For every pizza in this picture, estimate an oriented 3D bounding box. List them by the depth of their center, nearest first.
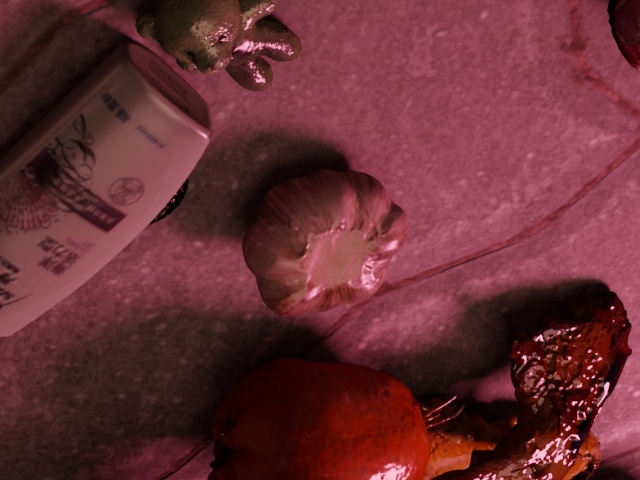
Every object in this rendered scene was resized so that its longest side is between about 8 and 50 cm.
[{"bbox_3d":[0.164,0.285,1.833,0.288,0.074,0.251,17,126,-25],"label":"pizza"}]

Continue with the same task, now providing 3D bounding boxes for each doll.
[{"bbox_3d":[-0.075,-0.169,1.296,0.115,0.077,0.150,-35,148,27],"label":"doll"}]

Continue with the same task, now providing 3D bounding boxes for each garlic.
[{"bbox_3d":[0.000,0.000,1.468,0.159,0.102,0.147,-40,121,1],"label":"garlic"}]

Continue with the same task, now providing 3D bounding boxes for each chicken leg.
[{"bbox_3d":[0.238,0.188,1.688,0.177,0.083,0.322,34,84,-36],"label":"chicken leg"}]

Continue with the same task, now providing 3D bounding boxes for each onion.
[{"bbox_3d":[0.321,-0.208,1.382,0.131,0.131,0.131,-12,136,-12],"label":"onion"}]

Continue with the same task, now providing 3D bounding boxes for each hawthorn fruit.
[{"bbox_3d":[0.024,0.219,1.617,0.299,0.211,0.211,-10,136,-21],"label":"hawthorn fruit"}]

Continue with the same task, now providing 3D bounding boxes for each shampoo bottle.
[{"bbox_3d":[-0.247,-0.014,1.358,0.359,0.078,0.134,-41,119,18],"label":"shampoo bottle"}]

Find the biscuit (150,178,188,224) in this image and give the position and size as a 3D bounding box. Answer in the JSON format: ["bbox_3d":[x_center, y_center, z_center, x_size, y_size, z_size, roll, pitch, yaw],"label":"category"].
[{"bbox_3d":[-0.165,-0.047,1.405,0.089,0.027,0.087,-17,137,-6],"label":"biscuit"}]
